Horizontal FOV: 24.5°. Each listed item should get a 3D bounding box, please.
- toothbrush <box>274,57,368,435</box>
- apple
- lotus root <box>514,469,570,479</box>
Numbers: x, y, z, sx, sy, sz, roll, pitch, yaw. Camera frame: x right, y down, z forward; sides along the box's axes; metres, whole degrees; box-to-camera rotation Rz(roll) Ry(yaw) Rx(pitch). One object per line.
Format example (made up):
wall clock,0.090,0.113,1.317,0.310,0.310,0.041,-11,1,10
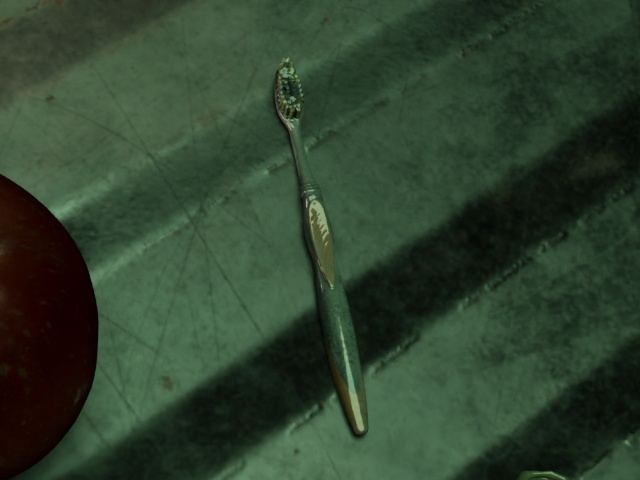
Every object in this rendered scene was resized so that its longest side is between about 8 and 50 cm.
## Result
toothbrush,0.000,0.000,1.351,0.028,0.037,0.375,-7,68,-12
apple,-0.302,0.068,1.143,0.260,0.216,0.260,4,63,-9
lotus root,0.234,0.289,1.197,0.234,0.138,0.119,24,56,1
